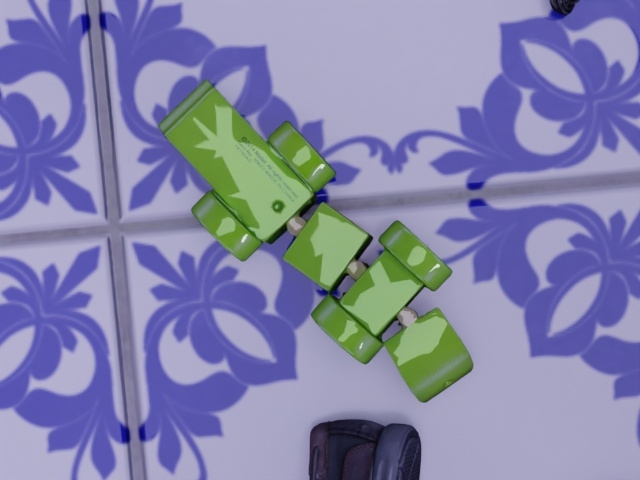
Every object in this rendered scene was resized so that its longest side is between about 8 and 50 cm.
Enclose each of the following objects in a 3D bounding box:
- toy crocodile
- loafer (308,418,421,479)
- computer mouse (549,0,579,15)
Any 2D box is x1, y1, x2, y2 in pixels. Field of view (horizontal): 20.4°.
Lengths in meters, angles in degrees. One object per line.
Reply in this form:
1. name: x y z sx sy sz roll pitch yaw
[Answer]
1. toy crocodile: 0.000 0.000 1.516 0.340 0.105 0.115 42 91 4
2. loafer: 0.018 0.302 1.524 0.095 0.109 0.303 8 85 19
3. computer mouse: 0.149 -0.277 1.532 0.193 0.042 0.106 22 92 0
